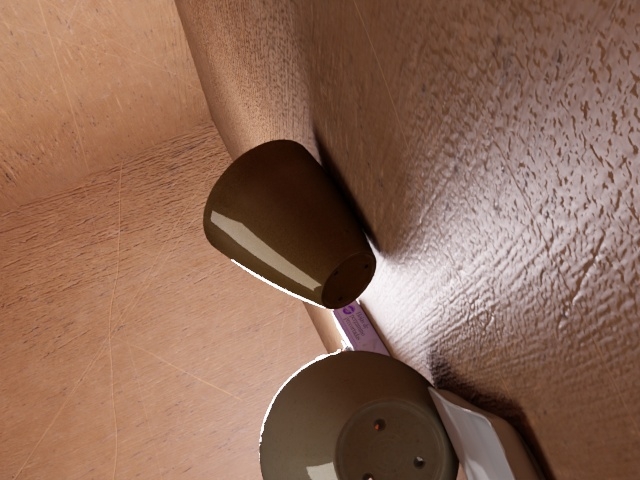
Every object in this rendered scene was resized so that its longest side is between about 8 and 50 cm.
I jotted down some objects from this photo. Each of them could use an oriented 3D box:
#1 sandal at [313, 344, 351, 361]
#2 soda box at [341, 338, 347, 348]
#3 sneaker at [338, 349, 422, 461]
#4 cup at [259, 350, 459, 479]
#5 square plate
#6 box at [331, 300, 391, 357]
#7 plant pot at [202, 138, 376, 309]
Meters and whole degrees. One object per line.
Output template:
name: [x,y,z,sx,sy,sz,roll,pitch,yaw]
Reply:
sandal: [0.063,0.290,2.337,0.097,0.054,0.254,54,140,0]
soda box: [0.111,0.307,2.387,0.060,0.053,0.169,-168,53,-82]
sneaker: [0.087,0.407,2.161,0.321,0.180,0.124,50,-172,3]
cup: [0.082,0.329,1.546,0.331,0.331,0.237,64,166,5]
square plate: [0.262,0.356,1.306,0.347,0.049,0.344,159,86,-84]
box: [0.116,0.256,2.086,0.324,0.063,0.067,-122,10,-46]
plant pot: [-0.032,-0.004,1.670,0.254,0.237,0.237,44,163,35]
